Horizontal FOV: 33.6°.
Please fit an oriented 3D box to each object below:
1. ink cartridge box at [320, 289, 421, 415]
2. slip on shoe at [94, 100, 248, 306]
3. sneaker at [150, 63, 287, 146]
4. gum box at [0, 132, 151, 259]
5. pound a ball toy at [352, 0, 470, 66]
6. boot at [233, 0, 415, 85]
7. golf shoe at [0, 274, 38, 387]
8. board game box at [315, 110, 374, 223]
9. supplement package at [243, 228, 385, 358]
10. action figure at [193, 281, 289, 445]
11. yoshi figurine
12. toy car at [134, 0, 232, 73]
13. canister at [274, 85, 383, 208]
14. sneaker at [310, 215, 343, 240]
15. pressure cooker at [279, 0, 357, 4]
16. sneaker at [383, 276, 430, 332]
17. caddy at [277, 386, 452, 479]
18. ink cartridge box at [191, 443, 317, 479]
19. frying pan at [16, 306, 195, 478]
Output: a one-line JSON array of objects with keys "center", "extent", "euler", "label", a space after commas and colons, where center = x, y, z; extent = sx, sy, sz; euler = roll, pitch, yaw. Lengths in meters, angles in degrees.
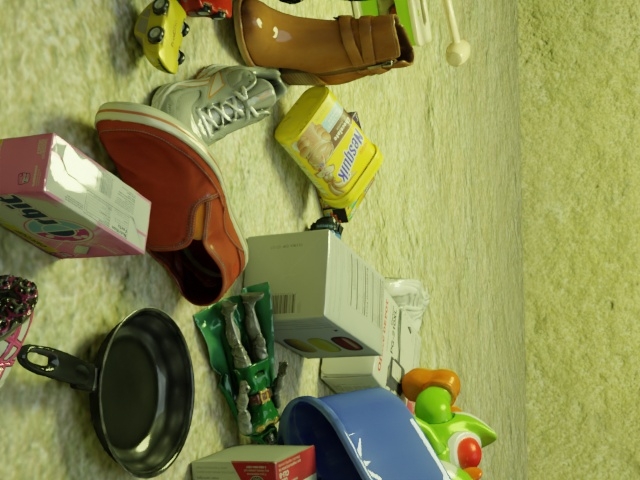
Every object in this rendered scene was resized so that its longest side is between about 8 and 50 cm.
[{"center": [0.095, 0.206, 1.891], "extent": [0.237, 0.100, 0.172], "euler": [52, 40, -54], "label": "ink cartridge box"}, {"center": [-0.176, -0.038, 1.278], "extent": [0.331, 0.123, 0.101], "euler": [67, 33, -47], "label": "slip on shoe"}, {"center": [-0.129, -0.180, 1.399], "extent": [0.262, 0.121, 0.099], "euler": [-56, 135, -56], "label": "sneaker"}, {"center": [-0.262, -0.038, 1.072], "extent": [0.188, 0.107, 0.062], "euler": [42, 49, -59], "label": "gum box"}, {"center": [0.175, -0.494, 2.067], "extent": [0.136, 0.208, 0.319], "euler": [-44, 125, -61], "label": "pound a ball toy"}, {"center": [0.008, -0.306, 1.618], "extent": [0.283, 0.220, 0.109], "euler": [35, 55, -62], "label": "boot"}, {"center": [-0.320, 0.107, 0.986], "extent": [0.186, 0.067, 0.086], "euler": [-69, 175, -49], "label": "golf shoe"}, {"center": [0.039, -0.131, 1.885], "extent": [0.170, 0.048, 0.141], "euler": [-59, 140, -54], "label": "board game box"}, {"center": [-0.004, 0.089, 1.626], "extent": [0.244, 0.139, 0.134], "euler": [39, 50, -59], "label": "supplement package"}, {"center": [-0.092, 0.189, 1.473], "extent": [0.137, 0.063, 0.232], "euler": [-22, 109, -37], "label": "action figure"}, {"center": [0.154, 0.377, 1.744], "extent": [0.203, 0.203, 0.362], "euler": [-58, -171, 28], "label": "yoshi figurine"}, {"center": [-0.201, -0.349, 1.346], "extent": [0.239, 0.053, 0.225], "euler": [-63, 142, -52], "label": "toy car"}, {"center": [0.013, -0.153, 1.726], "extent": [0.126, 0.073, 0.170], "euler": [-56, 129, -18], "label": "canister"}, {"center": [-0.001, 0.000, 1.749], "extent": [0.152, 0.058, 0.085], "euler": [10, 82, -71], "label": "sneaker"}, {"center": [-0.012, -0.520, 1.413], "extent": [0.370, 0.375, 0.420], "euler": [-76, 149, -60], "label": "pressure cooker"}, {"center": [0.160, 0.139, 2.080], "extent": [0.232, 0.090, 0.115], "euler": [33, 59, -61], "label": "sneaker"}, {"center": [0.050, 0.371, 1.505], "extent": [0.341, 0.179, 0.241], "euler": [58, -35, 33], "label": "caddy"}, {"center": [-0.082, 0.368, 1.403], "extent": [0.127, 0.128, 0.176], "euler": [-2, 87, -67], "label": "ink cartridge box"}, {"center": [-0.233, 0.183, 1.177], "extent": [0.326, 0.053, 0.197], "euler": [-15, 100, -65], "label": "frying pan"}]
